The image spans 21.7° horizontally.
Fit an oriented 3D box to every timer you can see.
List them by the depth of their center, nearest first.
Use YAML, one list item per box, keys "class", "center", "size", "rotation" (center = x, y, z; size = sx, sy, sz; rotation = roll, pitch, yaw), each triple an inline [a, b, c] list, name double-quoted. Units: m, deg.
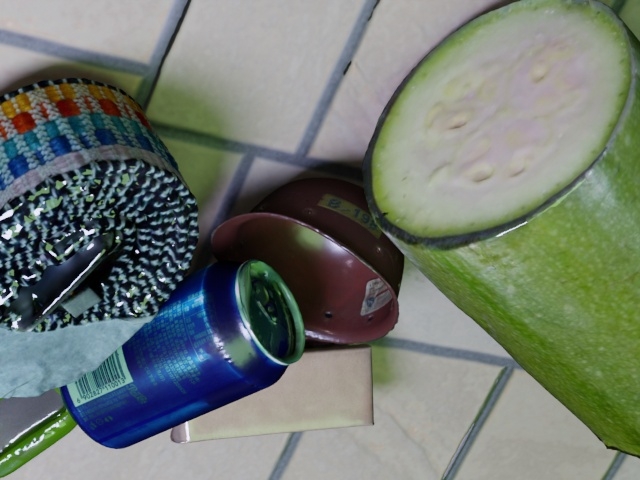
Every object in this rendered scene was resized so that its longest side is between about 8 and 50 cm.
- class: "timer"
  center: [-0.287, 0.145, 1.477]
  size: [0.140, 0.047, 0.128]
  rotation: [-35, 127, 5]

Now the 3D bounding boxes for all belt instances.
- class: "belt"
  center: [-0.224, 0.001, 1.337]
  size: [0.257, 0.150, 0.207]
  rotation: [-44, 138, 12]

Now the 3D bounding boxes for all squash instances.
- class: "squash"
  center: [0.243, -0.001, 1.452]
  size: [0.263, 0.263, 0.384]
  rotation: [-40, 130, 9]

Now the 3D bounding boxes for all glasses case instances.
- class: "glasses case"
  center: [-0.049, 0.125, 1.556]
  size: [0.194, 0.070, 0.102]
  rotation: [-4, 97, -17]

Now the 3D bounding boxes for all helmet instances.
- class: "helmet"
  center: [0.000, 0.000, 1.450]
  size: [0.175, 0.106, 0.155]
  rotation: [22, 145, 1]

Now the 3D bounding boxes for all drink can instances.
- class: "drink can"
  center: [-0.120, 0.096, 1.426]
  size: [0.205, 0.118, 0.118]
  rotation: [-24, 133, 26]
